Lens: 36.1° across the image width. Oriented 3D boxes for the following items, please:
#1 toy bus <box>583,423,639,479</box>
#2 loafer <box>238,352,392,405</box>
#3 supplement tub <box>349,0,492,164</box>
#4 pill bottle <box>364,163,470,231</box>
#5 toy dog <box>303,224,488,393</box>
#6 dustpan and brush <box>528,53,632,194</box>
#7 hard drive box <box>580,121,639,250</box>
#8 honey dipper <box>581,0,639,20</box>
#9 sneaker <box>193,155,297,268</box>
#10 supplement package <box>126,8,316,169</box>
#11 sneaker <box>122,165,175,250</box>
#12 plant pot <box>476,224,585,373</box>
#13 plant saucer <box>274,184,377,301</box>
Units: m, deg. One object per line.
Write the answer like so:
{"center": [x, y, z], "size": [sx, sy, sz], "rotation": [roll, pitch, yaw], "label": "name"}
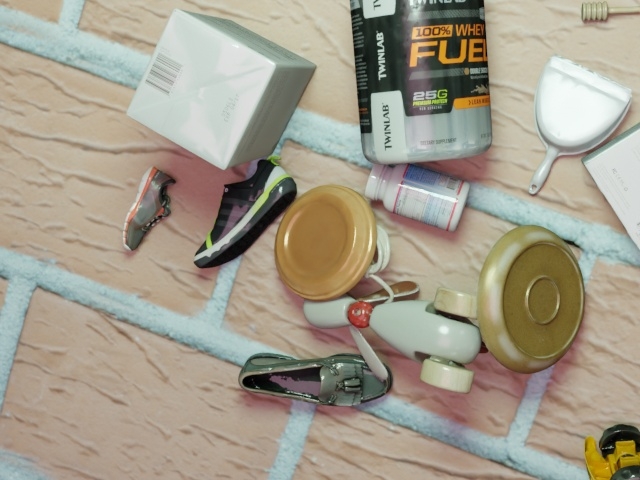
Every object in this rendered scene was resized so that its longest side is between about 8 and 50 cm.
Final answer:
{"center": [0.549, 0.418, 1.583], "size": [0.220, 0.149, 0.212], "rotation": [-8, 110, 10], "label": "toy bus"}
{"center": [-0.012, 0.248, 1.694], "size": [0.267, 0.084, 0.096], "rotation": [1, 99, 12], "label": "loafer"}
{"center": [0.153, -0.293, 1.513], "size": [0.207, 0.207, 0.338], "rotation": [-4, 98, 12], "label": "supplement tub"}
{"center": [0.158, -0.077, 1.607], "size": [0.160, 0.087, 0.087], "rotation": [19, 102, 9], "label": "pill bottle"}
{"center": [0.147, 0.138, 1.612], "size": [0.333, 0.161, 0.220], "rotation": [37, 98, 36], "label": "toy dog"}
{"center": [0.385, -0.170, 1.568], "size": [0.147, 0.060, 0.211], "rotation": [30, 97, 17], "label": "dustpan and brush"}
{"center": [0.553, -0.111, 1.518], "size": [0.232, 0.089, 0.181], "rotation": [-32, 91, 15], "label": "hard drive box"}
{"center": [0.489, -0.358, 1.526], "size": [0.160, 0.030, 0.031], "rotation": [1, 99, 8], "label": "honey dipper"}
{"center": [-0.140, -0.050, 1.688], "size": [0.234, 0.084, 0.097], "rotation": [-43, 74, 10], "label": "sneaker"}
{"center": [-0.146, -0.238, 1.539], "size": [0.175, 0.293, 0.178], "rotation": [29, 103, 6], "label": "supplement package"}
{"center": [-0.299, -0.048, 1.724], "size": [0.064, 0.061, 0.158], "rotation": [22, 103, 1], "label": "sneaker"}
{"center": [0.341, 0.093, 1.541], "size": [0.032, 0.236, 0.237], "rotation": [2, 102, 55], "label": "plant pot"}
{"center": [0.000, 0.000, 1.629], "size": [0.199, 0.037, 0.200], "rotation": [-11, 70, 31], "label": "plant saucer"}
